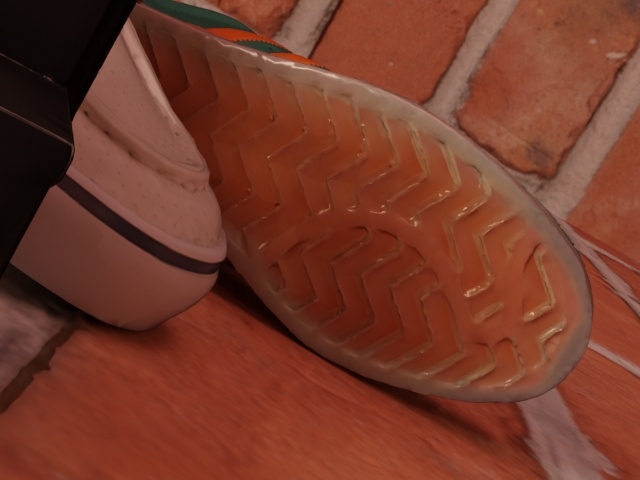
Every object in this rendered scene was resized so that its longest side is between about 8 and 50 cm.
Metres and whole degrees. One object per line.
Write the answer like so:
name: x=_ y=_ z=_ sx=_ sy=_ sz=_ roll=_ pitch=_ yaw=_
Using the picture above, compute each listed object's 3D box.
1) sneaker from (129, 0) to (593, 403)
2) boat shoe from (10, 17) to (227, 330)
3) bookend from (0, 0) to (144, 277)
sneaker: x=-0.019 y=-0.036 z=0.687 sx=0.302 sy=0.108 sz=0.121 roll=30 pitch=12 yaw=7
boat shoe: x=-0.121 y=-0.150 z=0.517 sx=0.367 sy=0.156 sz=0.136 roll=52 pitch=10 yaw=1
bookend: x=-0.078 y=-0.045 z=0.366 sx=0.072 sy=0.157 sz=0.156 roll=27 pitch=8 yaw=-16
